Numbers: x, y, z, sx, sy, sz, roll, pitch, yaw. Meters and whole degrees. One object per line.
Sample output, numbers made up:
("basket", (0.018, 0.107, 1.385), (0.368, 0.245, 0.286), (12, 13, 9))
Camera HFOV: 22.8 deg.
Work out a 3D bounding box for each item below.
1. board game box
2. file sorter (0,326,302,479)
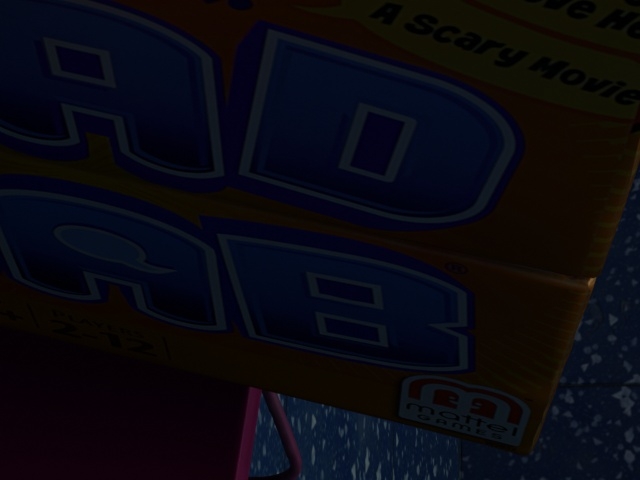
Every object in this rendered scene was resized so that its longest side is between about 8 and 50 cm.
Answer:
("board game box", (-0.038, -0.176, 0.611), (0.356, 0.356, 0.357), (89, 15, -64))
("file sorter", (-0.108, 0.091, 0.850), (0.182, 0.202, 0.291), (71, 22, -53))
